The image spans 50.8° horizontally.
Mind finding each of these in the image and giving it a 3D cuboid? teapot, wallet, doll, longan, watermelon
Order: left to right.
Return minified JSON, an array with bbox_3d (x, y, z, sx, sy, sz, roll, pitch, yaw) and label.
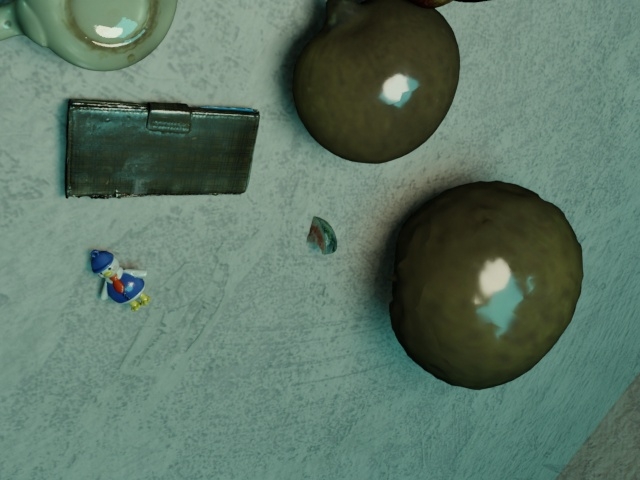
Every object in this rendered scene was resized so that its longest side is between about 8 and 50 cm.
[{"bbox_3d":[-0.355,-0.330,0.898,0.318,0.149,0.220,-7,129,-29],"label":"teapot"},{"bbox_3d":[-0.359,0.067,1.193,0.099,0.057,0.143,-28,124,5],"label":"doll"},{"bbox_3d":[-0.261,-0.150,1.130,0.317,0.044,0.169,-4,122,-27],"label":"wallet"},{"bbox_3d":[0.000,0.000,1.367,0.061,0.085,0.085,-19,134,23],"label":"watermelon"},{"bbox_3d":[0.096,-0.276,1.141,0.300,0.243,0.300,-9,108,-27],"label":"longan"},{"bbox_3d":[0.319,0.090,1.385,0.404,0.404,0.436,18,109,-37],"label":"longan"}]

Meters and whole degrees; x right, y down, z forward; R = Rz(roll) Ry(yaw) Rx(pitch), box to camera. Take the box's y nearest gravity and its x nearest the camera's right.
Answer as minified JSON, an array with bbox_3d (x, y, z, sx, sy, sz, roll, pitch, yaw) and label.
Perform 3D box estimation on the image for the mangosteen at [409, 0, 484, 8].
[{"bbox_3d":[0.231,-0.501,1.054,0.297,0.297,0.313,24,92,-38],"label":"mangosteen"}]
